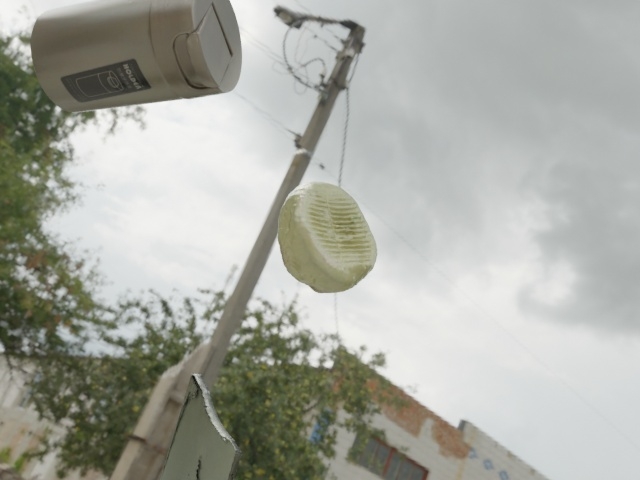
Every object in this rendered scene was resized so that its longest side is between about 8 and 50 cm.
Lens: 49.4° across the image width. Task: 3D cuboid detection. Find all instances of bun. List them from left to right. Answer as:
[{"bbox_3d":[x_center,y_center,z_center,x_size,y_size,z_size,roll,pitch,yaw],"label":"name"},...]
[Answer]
[{"bbox_3d":[0.000,0.000,0.694,0.115,0.115,0.069,35,-45,-24],"label":"bun"}]

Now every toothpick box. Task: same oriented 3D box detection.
[{"bbox_3d":[-0.179,-0.191,0.694,0.181,0.111,0.111,-3,-32,18],"label":"toothpick box"}]

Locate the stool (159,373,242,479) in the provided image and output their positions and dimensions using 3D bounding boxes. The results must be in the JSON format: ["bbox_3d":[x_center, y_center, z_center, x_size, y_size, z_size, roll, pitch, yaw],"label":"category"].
[{"bbox_3d":[-0.250,0.283,0.723,0.243,0.269,0.170,11,14,-30],"label":"stool"}]
